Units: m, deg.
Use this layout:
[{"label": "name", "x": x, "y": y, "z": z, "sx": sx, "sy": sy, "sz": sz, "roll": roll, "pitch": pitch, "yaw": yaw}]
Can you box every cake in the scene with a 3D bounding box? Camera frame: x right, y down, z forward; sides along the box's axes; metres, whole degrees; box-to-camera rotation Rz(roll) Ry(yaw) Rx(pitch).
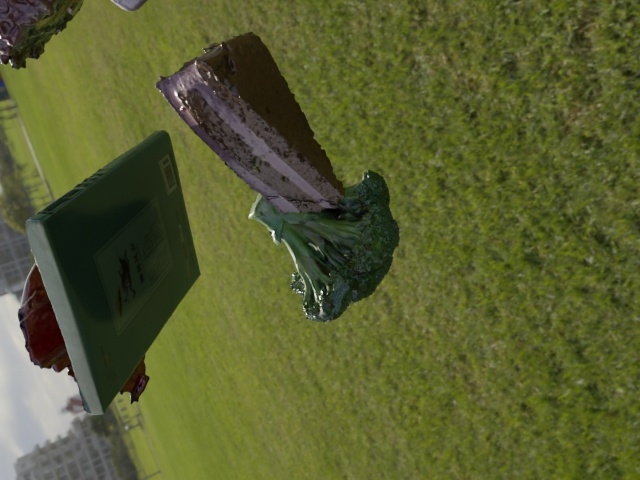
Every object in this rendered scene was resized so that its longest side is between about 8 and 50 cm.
[{"label": "cake", "x": -0.074, "y": -0.141, "z": 0.856, "sx": 0.116, "sy": 0.112, "sz": 0.295, "roll": -9, "pitch": 137, "yaw": 33}]

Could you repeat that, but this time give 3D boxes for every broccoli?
[{"label": "broccoli", "x": 0.000, "y": 0.000, "z": 1.144, "sx": 0.254, "sy": 0.269, "sz": 0.269, "roll": -44, "pitch": 67, "yaw": 43}]

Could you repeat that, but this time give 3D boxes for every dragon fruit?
[{"label": "dragon fruit", "x": -0.389, "y": 0.117, "z": 1.162, "sx": 0.343, "sy": 0.100, "sz": 0.282, "roll": 55, "pitch": -168, "yaw": -66}]

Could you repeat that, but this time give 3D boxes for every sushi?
[{"label": "sushi", "x": -0.430, "y": -0.401, "z": 0.979, "sx": 0.171, "sy": 0.236, "sz": 0.270, "roll": 39, "pitch": -158, "yaw": -17}]

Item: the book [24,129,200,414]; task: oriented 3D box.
[{"label": "book", "x": -0.259, "y": 0.020, "z": 0.926, "sx": 0.379, "sy": 0.031, "sz": 0.264, "roll": -68, "pitch": -29, "yaw": -65}]

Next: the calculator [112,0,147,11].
[{"label": "calculator", "x": -0.189, "y": -0.324, "z": 0.709, "sx": 0.100, "sy": 0.175, "sz": 0.032, "roll": 45, "pitch": -160, "yaw": -24}]
